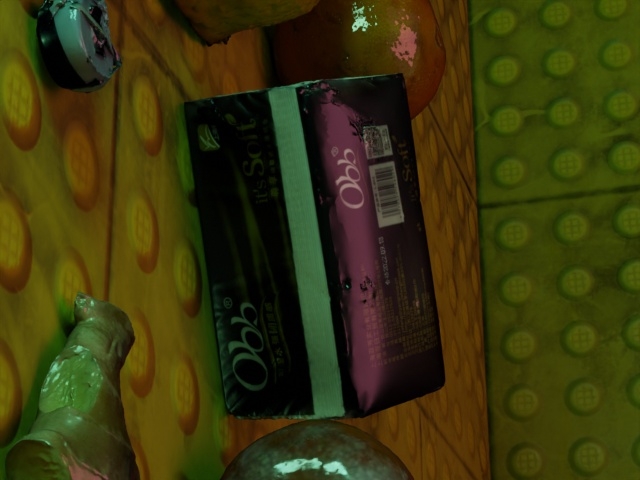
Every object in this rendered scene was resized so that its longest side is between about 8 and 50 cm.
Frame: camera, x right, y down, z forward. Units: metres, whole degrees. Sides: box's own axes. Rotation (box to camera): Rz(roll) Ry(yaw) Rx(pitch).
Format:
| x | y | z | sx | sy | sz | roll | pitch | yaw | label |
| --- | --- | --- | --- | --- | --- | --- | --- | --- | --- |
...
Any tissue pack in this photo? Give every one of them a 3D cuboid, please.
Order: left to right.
| x | y | z | sx | sy | sz | roll | pitch | yaw | label |
| --- | --- | --- | --- | --- | --- | --- | --- | --- | --- |
| 0.000 | 0.000 | 1.823 | 0.210 | 0.198 | 0.369 | -10 | 94 | -47 | tissue pack |

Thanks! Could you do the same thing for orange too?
| x | y | z | sx | sy | sz | roll | pitch | yaw | label |
| --- | --- | --- | --- | --- | --- | --- | --- | --- | --- |
| 0.050 | -0.252 | 2.191 | 0.240 | 0.240 | 0.240 | -7 | 90 | -76 | orange |

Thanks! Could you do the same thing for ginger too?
| x | y | z | sx | sy | sz | roll | pitch | yaw | label |
| --- | --- | --- | --- | --- | --- | --- | --- | --- | --- |
| -0.187 | 0.148 | 1.369 | 0.131 | 0.086 | 0.294 | 50 | 24 | -25 | ginger |

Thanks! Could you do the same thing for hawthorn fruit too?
| x | y | z | sx | sy | sz | roll | pitch | yaw | label |
| --- | --- | --- | --- | --- | --- | --- | --- | --- | --- |
| -0.008 | 0.307 | 1.701 | 0.263 | 0.235 | 0.231 | 106 | -37 | -63 | hawthorn fruit |

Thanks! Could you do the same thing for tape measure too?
| x | y | z | sx | sy | sz | roll | pitch | yaw | label |
| --- | --- | --- | --- | --- | --- | --- | --- | --- | --- |
| -0.213 | -0.174 | 1.461 | 0.094 | 0.054 | 0.091 | -35 | 112 | -76 | tape measure |

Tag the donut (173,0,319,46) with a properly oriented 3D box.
| x | y | z | sx | sy | sz | roll | pitch | yaw | label |
| --- | --- | --- | --- | --- | --- | --- | --- | --- | --- |
| -0.079 | -0.437 | 1.882 | 0.377 | 0.164 | 0.435 | 57 | 29 | -62 | donut |
